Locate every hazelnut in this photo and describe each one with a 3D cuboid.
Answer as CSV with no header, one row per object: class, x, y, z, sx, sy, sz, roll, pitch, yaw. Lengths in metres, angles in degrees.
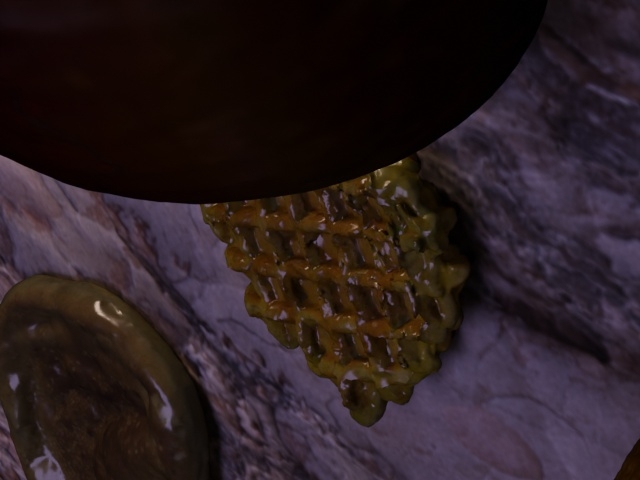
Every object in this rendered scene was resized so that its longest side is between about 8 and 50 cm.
hazelnut,-0.075,-0.220,0.955,0.402,0.402,0.429,18,125,42

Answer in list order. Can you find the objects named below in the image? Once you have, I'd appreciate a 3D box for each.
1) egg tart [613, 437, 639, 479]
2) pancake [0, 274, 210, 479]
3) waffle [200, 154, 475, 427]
egg tart,0.227,0.192,1.046,0.215,0.215,0.170,30,120,34
pancake,-0.192,0.163,1.634,0.294,0.049,0.294,30,134,36
waffle,0.000,0.000,1.287,0.238,0.059,0.243,47,143,17
